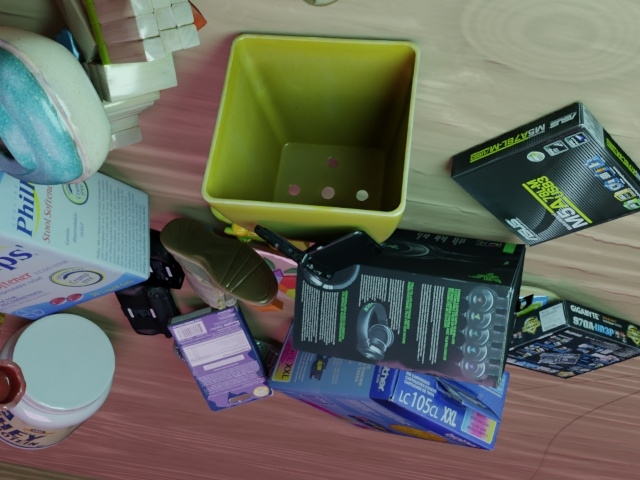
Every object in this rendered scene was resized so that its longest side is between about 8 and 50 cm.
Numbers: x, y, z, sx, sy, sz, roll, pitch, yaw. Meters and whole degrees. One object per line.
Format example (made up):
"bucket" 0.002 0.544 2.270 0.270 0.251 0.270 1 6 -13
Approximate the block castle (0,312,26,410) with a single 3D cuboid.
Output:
"block castle" -0.650 0.064 1.200 0.213 0.302 0.453 -15 141 32

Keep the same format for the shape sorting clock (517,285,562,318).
"shape sorting clock" 0.304 0.119 1.262 0.206 0.040 0.206 -2 151 -1

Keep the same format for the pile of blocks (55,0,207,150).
"pile of blocks" -0.225 -0.216 0.861 0.362 0.113 0.148 -29 86 55

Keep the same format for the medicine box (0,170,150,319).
"medicine box" -0.442 -0.008 1.086 0.264 0.149 0.289 -19 156 28

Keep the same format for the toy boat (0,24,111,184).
"toy boat" -0.373 -0.189 0.797 0.268 0.148 0.318 9 133 47

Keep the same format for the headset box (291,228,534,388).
"headset box" 0.138 0.075 1.006 0.283 0.246 0.131 9 104 18

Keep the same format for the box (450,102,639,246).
"box" 0.297 -0.076 0.963 0.184 0.045 0.191 -23 135 39

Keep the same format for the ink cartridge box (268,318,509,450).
"ink cartridge box" 0.138 0.247 1.319 0.270 0.151 0.396 31 155 -32

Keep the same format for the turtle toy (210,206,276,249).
"turtle toy" -0.101 -0.031 1.118 0.130 0.066 0.095 12 171 1

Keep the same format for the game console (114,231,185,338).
"game console" -0.349 0.087 1.393 0.213 0.043 0.361 8 147 7

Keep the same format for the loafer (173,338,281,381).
"loafer" -0.180 0.232 1.543 0.251 0.094 0.087 22 177 -15

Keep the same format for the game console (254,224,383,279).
"game console" 0.000 0.000 0.855 0.107 0.071 0.122 35 180 20

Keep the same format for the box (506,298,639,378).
"box" 0.414 0.173 1.269 0.220 0.051 0.175 18 146 -31

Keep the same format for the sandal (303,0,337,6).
"sandal" -0.011 -0.307 0.697 0.072 0.049 0.180 -10 128 19

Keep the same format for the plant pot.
"plant pot" 0.001 -0.094 0.884 0.212 0.212 0.187 5 158 8

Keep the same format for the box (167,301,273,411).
"box" -0.189 0.226 1.454 0.137 0.036 0.225 -17 117 5

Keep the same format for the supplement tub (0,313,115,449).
"supplement tub" -0.584 0.303 1.608 0.236 0.235 0.325 24 145 -20

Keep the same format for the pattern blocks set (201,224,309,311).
"pattern blocks set" -0.077 0.057 1.286 0.325 0.026 0.285 9 147 3

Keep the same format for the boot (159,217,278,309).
"boot" -0.145 0.063 1.180 0.213 0.077 0.165 29 156 22
